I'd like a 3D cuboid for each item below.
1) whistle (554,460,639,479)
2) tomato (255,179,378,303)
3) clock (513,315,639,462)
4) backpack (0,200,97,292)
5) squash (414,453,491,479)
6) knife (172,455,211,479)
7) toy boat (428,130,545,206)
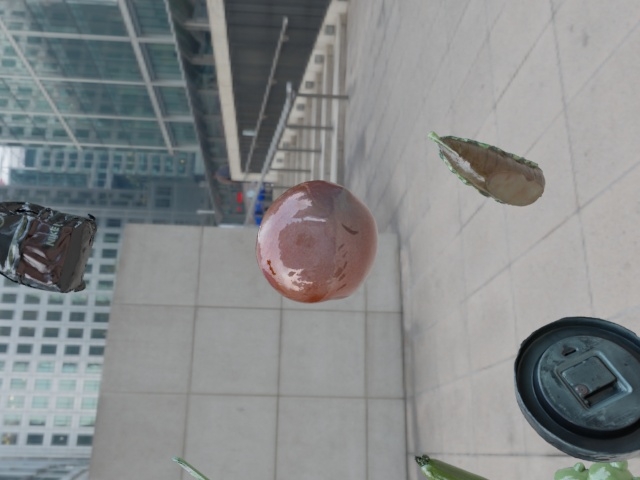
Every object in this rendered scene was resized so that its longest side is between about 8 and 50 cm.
[{"bbox_3d":[0.493,0.471,1.198,0.227,0.085,0.105,-29,75,36],"label":"whistle"},{"bbox_3d":[0.000,0.000,1.640,0.321,0.322,0.321,-178,90,-86],"label":"tomato"},{"bbox_3d":[0.402,0.218,0.947,0.049,0.226,0.226,78,-172,-47],"label":"clock"},{"bbox_3d":[-0.410,0.007,0.897,0.106,0.165,0.119,-173,94,-80],"label":"backpack"},{"bbox_3d":[0.405,0.679,1.777,0.080,0.319,0.071,2,-71,-79],"label":"squash"},{"bbox_3d":[-0.197,0.450,1.167,0.207,0.030,0.014,50,-131,-28],"label":"knife"},{"bbox_3d":[0.347,-0.140,1.295,0.108,0.293,0.099,-57,30,25],"label":"toy boat"}]
